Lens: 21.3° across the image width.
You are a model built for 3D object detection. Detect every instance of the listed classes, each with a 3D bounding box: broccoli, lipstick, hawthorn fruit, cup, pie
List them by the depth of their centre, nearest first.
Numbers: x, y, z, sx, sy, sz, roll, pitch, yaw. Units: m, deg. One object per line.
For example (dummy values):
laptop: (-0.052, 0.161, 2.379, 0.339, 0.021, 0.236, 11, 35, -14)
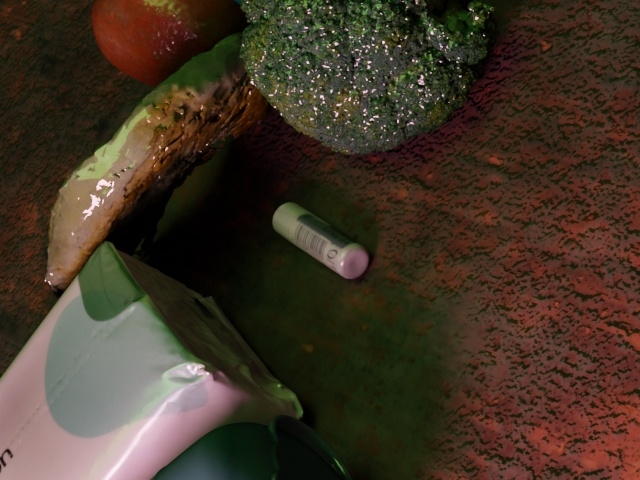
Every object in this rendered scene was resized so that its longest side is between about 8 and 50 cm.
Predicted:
cup: (-0.089, 0.317, 1.520, 0.257, 0.219, 0.289, -45, 18, 16)
broccoli: (0.044, -0.215, 1.768, 0.241, 0.261, 0.269, -56, -8, -34)
lipstick: (0.000, 0.000, 1.794, 0.040, 0.040, 0.141, -58, 38, 0)
pie: (-0.185, -0.077, 1.880, 0.078, 0.296, 0.371, 41, 101, 10)
hawthorn fruit: (-0.156, -0.262, 2.032, 0.251, 0.199, 0.199, 37, 95, 37)

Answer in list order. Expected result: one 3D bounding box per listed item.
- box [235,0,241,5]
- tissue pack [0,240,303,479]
box: (-0.052, -0.328, 1.902, 0.092, 0.245, 0.153, -32, 46, 28)
tissue pack: (-0.221, 0.219, 1.761, 0.356, 0.194, 0.266, -52, 40, 8)
